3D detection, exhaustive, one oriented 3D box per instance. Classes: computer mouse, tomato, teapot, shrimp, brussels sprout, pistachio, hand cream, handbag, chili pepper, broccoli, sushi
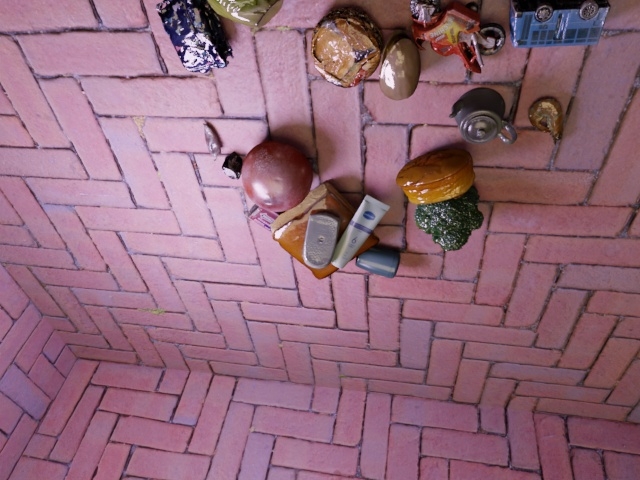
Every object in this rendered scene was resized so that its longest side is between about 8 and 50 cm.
[{"bbox_3d":[0.000,0.000,1.928,0.128,0.079,0.230,12,105,-5],"label":"computer mouse"},{"bbox_3d":[-0.162,-0.227,1.855,0.271,0.227,0.270,8,140,7],"label":"tomato"},{"bbox_3d":[0.517,-0.373,1.593,0.239,0.149,0.162,22,135,-9],"label":"teapot"},{"bbox_3d":[0.732,-0.379,1.613,0.099,0.041,0.180,-15,131,29],"label":"shrimp"},{"bbox_3d":[-0.215,-0.716,1.373,0.244,0.244,0.244,7,137,6],"label":"brussels sprout"},{"bbox_3d":[0.237,-0.523,1.509,0.131,0.129,0.206,-23,138,-8],"label":"pistachio"},{"bbox_3d":[0.138,-0.027,1.946,0.109,0.067,0.320,25,112,-21],"label":"hand cream"},{"bbox_3d":[-0.381,-0.645,1.550,0.162,0.113,0.260,-1,137,24],"label":"handbag"},{"bbox_3d":[-0.410,-0.374,1.896,0.050,0.041,0.153,-13,118,-1],"label":"chili pepper"},{"bbox_3d":[0.478,-0.080,1.876,0.254,0.269,0.269,6,137,15],"label":"broccoli"},{"bbox_3d":[-0.333,-0.282,1.942,0.056,0.083,0.085,-27,123,34],"label":"sushi"}]

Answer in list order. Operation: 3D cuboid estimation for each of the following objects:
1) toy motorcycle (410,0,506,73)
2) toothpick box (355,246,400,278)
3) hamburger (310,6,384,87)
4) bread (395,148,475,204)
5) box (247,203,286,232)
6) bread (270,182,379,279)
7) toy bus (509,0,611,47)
[{"bbox_3d":[0.375,-0.596,1.434,0.298,0.089,0.171,22,138,-11],"label":"toy motorcycle"},{"bbox_3d":[0.245,0.087,2.170,0.184,0.120,0.120,15,137,1],"label":"toothpick box"},{"bbox_3d":[0.077,-0.581,1.512,0.231,0.106,0.231,10,139,9],"label":"hamburger"},{"bbox_3d":[0.397,-0.226,1.736,0.270,0.195,0.142,-13,123,36],"label":"bread"},{"bbox_3d":[-0.185,-0.085,2.128,0.224,0.069,0.120,33,133,-21],"label":"box"},{"bbox_3d":[0.016,-0.031,2.038,0.324,0.143,0.333,-37,120,20],"label":"bread"},{"bbox_3d":[0.630,-0.595,1.353,0.234,0.116,0.133,1,139,10],"label":"toy bus"}]
